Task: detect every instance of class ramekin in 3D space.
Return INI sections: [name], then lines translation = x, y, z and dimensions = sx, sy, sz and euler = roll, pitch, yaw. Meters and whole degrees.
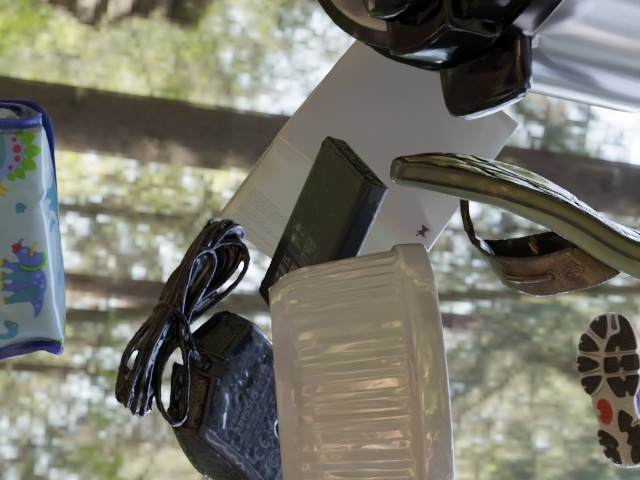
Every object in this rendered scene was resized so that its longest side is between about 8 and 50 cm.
[ramekin]
translation = 0.024, 0.109, 1.101
dimensions = 0.207, 0.109, 0.207
euler = 175, -90, -89

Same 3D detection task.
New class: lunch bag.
[lunch bag]
translation = -0.186, -0.008, 0.873
dimensions = 0.151, 0.096, 0.129
euler = -159, -116, -70

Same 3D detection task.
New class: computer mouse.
[computer mouse]
translation = -0.066, 0.130, 1.326
dimensions = 0.072, 0.272, 0.188
euler = -5, -136, 40

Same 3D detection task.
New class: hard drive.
[hard drive]
translation = 0.000, 0.000, 1.214
dimensions = 0.135, 0.022, 0.094
euler = -66, -152, 17

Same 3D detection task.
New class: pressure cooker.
[pressure cooker]
translation = 0.178, -0.314, 1.384
dimensions = 0.370, 0.420, 0.375
euler = 51, -56, 44

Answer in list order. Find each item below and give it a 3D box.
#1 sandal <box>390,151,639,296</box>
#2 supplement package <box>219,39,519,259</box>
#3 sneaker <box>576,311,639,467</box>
[sandal]
translation = 0.189, 0.011, 1.277
dimensions = 0.086, 0.303, 0.120
euler = -64, 179, 10
[supplement package]
translation = 0.048, -0.075, 1.809
dimensions = 0.198, 0.199, 0.263
euler = -52, -178, -24
[sneaker]
translation = 0.315, 0.155, 1.734
dimensions = 0.071, 0.068, 0.170
euler = -40, 123, -64
